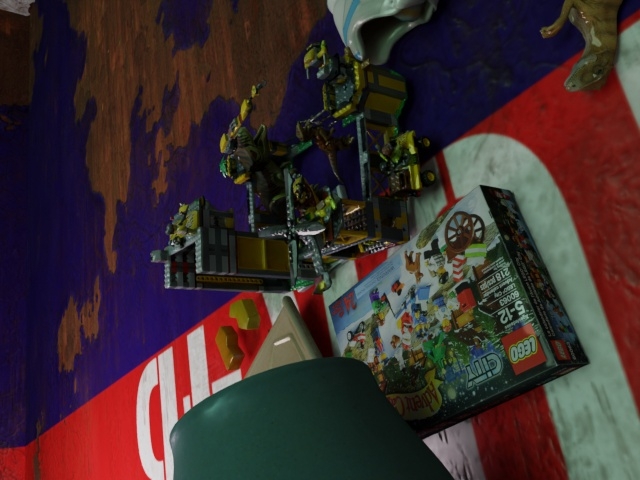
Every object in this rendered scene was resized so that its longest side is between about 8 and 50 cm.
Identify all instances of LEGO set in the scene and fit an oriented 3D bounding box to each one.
[{"bbox_3d":[-0.062,-0.063,0.674,0.331,0.192,0.255,-10,77,53],"label":"LEGO set"}]

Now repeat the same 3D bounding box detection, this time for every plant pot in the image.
[{"bbox_3d":[0.000,0.240,0.479,0.272,0.271,0.255,-49,52,40],"label":"plant pot"}]

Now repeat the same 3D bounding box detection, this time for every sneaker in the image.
[{"bbox_3d":[0.093,-0.271,0.610,0.229,0.087,0.092,-46,57,51],"label":"sneaker"}]

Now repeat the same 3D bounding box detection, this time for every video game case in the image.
[{"bbox_3d":[0.000,0.000,0.756,0.122,0.011,0.087,-38,55,45],"label":"video game case"}]

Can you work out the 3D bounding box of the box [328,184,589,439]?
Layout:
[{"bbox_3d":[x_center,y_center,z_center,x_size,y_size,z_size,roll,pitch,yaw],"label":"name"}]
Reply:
[{"bbox_3d":[0.104,0.081,0.566,0.233,0.044,0.159,-44,51,43],"label":"box"}]

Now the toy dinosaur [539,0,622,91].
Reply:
[{"bbox_3d":[0.207,-0.219,0.466,0.112,0.064,0.211,19,111,36],"label":"toy dinosaur"}]

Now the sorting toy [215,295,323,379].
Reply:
[{"bbox_3d":[-0.050,0.185,0.784,0.307,0.041,0.229,58,135,41],"label":"sorting toy"}]
